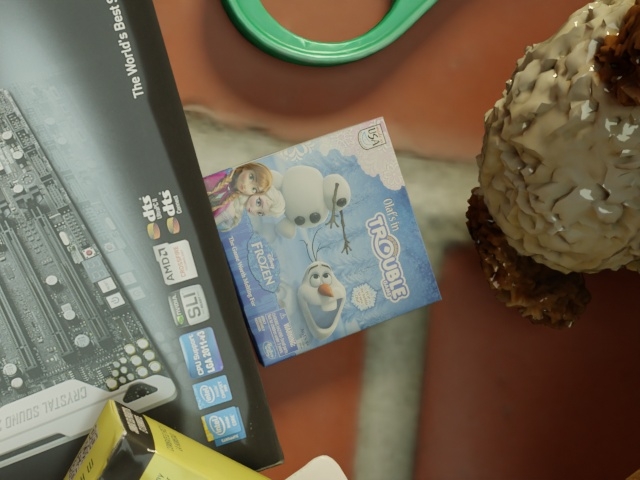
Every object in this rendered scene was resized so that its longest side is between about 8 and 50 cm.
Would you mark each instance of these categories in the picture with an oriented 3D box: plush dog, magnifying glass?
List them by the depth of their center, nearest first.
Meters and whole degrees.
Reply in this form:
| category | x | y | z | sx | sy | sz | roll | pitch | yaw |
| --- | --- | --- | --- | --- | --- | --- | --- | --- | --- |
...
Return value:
| category | x | y | z | sx | sy | sz | roll | pitch | yaw |
| --- | --- | --- | --- | --- | --- | --- | --- | --- | --- |
| plush dog | 0.173 | -0.052 | 0.418 | 0.225 | 0.262 | 0.211 | -9 | 61 | -21 |
| magnifying glass | 0.063 | -0.145 | 0.469 | 0.231 | 0.026 | 0.092 | -18 | 96 | -12 |

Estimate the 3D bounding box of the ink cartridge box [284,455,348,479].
| category | x | y | z | sx | sy | sz | roll | pitch | yaw |
| --- | --- | --- | --- | --- | --- | --- | --- | --- | --- |
| ink cartridge box | 0.003 | 0.195 | 0.449 | 0.115 | 0.067 | 0.198 | -32 | 100 | -10 |

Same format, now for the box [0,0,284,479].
| category | x | y | z | sx | sy | sz | roll | pitch | yaw |
| --- | --- | --- | --- | --- | --- | --- | --- | --- | --- |
| box | -0.173 | -0.025 | 0.395 | 0.242 | 0.076 | 0.307 | -16 | 96 | -12 |

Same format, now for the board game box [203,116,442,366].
| category | x | y | z | sx | sy | sz | roll | pitch | yaw |
| --- | --- | --- | --- | --- | --- | --- | --- | --- | --- |
| board game box | 0.000 | 0.000 | 0.463 | 0.090 | 0.020 | 0.090 | -20 | 96 | -12 |

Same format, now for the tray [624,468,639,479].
| category | x | y | z | sx | sy | sz | roll | pitch | yaw |
| --- | --- | --- | --- | --- | --- | --- | --- | --- | --- |
| tray | 0.321 | 0.053 | 0.406 | 0.411 | 0.203 | 0.076 | -12 | 60 | -23 |

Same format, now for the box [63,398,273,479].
| category | x | y | z | sx | sy | sz | roll | pitch | yaw |
| --- | --- | --- | --- | --- | --- | --- | --- | --- | --- |
| box | 0.004 | 0.151 | 0.380 | 0.232 | 0.058 | 0.087 | 29 | 87 | -14 |
